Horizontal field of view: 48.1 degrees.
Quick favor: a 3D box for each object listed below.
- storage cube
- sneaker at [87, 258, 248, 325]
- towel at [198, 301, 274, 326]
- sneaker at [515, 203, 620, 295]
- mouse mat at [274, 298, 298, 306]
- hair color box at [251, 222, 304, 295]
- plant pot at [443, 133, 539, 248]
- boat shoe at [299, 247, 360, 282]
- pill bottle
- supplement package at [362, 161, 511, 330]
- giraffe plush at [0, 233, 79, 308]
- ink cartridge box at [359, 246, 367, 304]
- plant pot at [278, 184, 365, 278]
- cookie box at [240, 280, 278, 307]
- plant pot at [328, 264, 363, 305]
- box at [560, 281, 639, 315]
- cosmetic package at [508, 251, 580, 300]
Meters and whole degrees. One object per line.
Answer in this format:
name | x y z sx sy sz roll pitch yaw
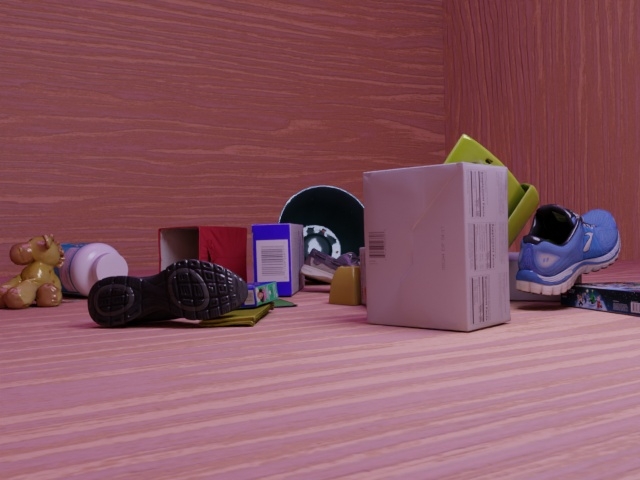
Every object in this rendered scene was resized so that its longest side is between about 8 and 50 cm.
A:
storage cube | -0.345 0.052 2.128 0.215 0.183 0.193 -2 -1 39
sneaker | -0.264 0.096 1.290 0.286 0.109 0.130 -4 -8 11
towel | -0.151 0.139 1.345 0.102 0.021 0.237 -7 1 5
sneaker | 0.507 -0.009 1.445 0.130 0.147 0.330 11 27 42
mouse mat | -0.147 0.141 1.607 0.153 0.007 0.190 -2 2 -19
hair color box | -0.110 0.047 1.940 0.110 0.185 0.339 -1 0 6
plant pot | 0.323 -0.072 1.514 0.207 0.228 0.227 33 9 4
boat shoe | 0.071 0.075 1.871 0.285 0.092 0.103 10 -6 39
pill bottle | -0.626 0.079 1.916 0.264 0.146 0.146 0 1 42
supplement package | 0.195 0.009 1.213 0.204 0.261 0.145 -1 1 43
giraffe plush | -0.680 0.069 1.720 0.181 0.170 0.210 -1 1 37
ink cartridge box | 0.163 0.074 1.475 0.127 0.128 0.176 -2 0 -12
plant pot | 0.000 0.000 2.281 0.293 0.292 0.235 -1 -15 -9
cookie box | -0.143 0.105 1.387 0.092 0.040 0.107 -6 2 20
plant pot | 0.072 0.097 1.587 0.081 0.083 0.082 -2 0 -43
box | 0.594 0.107 1.361 0.159 0.044 0.233 -2 1 -18
cosmetic package | 0.418 0.081 1.701 0.377 0.097 0.284 -1 1 21
